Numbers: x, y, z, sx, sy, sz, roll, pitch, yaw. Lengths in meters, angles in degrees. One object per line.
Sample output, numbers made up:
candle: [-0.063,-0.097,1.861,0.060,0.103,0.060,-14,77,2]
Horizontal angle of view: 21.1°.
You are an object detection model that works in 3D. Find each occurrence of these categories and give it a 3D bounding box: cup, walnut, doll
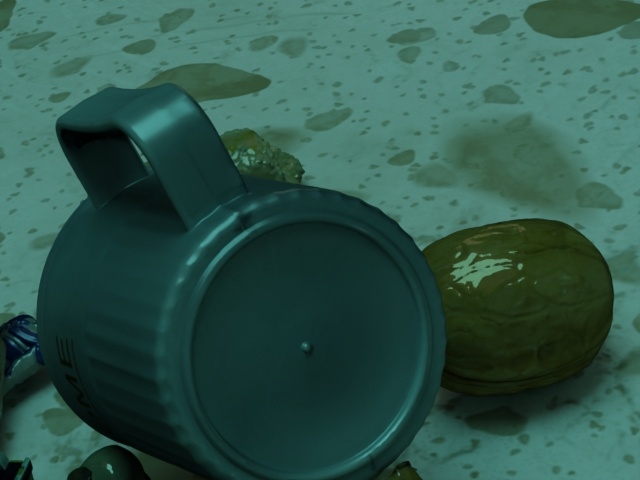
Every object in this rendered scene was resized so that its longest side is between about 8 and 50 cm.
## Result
cup: [-0.069,0.037,1.412,0.256,0.331,0.311,-3,5,-24]
walnut: [0.172,0.061,1.562,0.197,0.165,0.165,-5,32,-8]
doll: [-0.321,0.114,1.762,0.227,0.057,0.114,-32,31,-12]

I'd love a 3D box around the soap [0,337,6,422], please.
soap: [-0.463,0.115,1.687,0.281,0.143,0.259,-14,52,12]

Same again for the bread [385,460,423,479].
bread: [0.029,0.249,1.369,0.140,0.169,0.160,-32,22,-22]

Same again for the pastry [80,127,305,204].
pastry: [-0.143,-0.051,1.931,0.258,0.089,0.121,-20,45,-2]

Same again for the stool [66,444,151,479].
stool: [-0.201,0.249,1.472,0.125,0.121,0.217,2,41,26]

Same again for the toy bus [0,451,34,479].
toy bus: [-0.345,0.248,1.541,0.175,0.101,0.088,0,35,13]
